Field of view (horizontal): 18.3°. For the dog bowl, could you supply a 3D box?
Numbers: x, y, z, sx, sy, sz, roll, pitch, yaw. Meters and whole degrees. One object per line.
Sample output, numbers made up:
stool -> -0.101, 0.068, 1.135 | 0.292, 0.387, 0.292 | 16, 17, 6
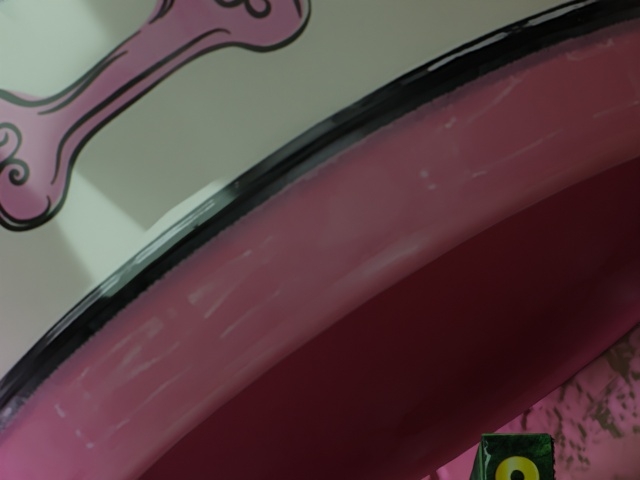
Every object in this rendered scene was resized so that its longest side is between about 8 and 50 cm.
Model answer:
dog bowl -> 0.000, 0.000, 0.768 | 0.408, 0.408, 0.150 | -43, 70, 26

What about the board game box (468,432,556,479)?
board game box -> 0.068, 0.168, 0.757 | 0.030, 0.259, 0.136 | 1, 72, 1
